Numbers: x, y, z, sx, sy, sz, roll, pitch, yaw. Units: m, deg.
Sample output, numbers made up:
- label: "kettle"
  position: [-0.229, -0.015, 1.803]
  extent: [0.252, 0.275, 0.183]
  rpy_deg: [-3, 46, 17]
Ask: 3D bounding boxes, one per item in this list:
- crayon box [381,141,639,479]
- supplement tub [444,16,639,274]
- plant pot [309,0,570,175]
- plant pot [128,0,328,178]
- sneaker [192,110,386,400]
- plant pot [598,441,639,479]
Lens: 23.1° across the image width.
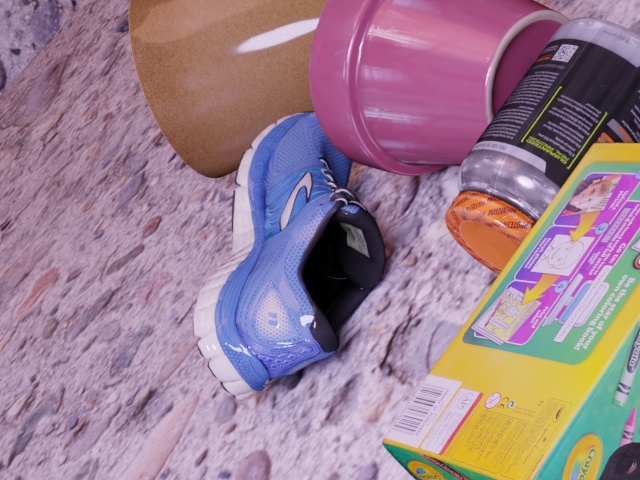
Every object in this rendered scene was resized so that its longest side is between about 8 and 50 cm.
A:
- label: "crayon box"
  position: [0.183, 0.061, 1.035]
  extent: [0.278, 0.081, 0.165]
  rpy_deg: [-53, 26, -16]
- label: "supplement tub"
  position: [0.183, -0.066, 1.190]
  extent: [0.190, 0.117, 0.117]
  rpy_deg: [-53, 26, -18]
- label: "plant pot"
  position: [0.121, -0.144, 1.342]
  extent: [0.180, 0.201, 0.201]
  rpy_deg: [19, 66, 47]
- label: "plant pot"
  position: [-0.035, -0.212, 1.669]
  extent: [0.254, 0.237, 0.237]
  rpy_deg: [-16, 35, 23]
- label: "sneaker"
  position: [0.000, 0.000, 1.401]
  extent: [0.147, 0.130, 0.330]
  rpy_deg: [-15, 39, 25]
- label: "plant pot"
  position: [0.201, 0.191, 0.706]
  extent: [0.187, 0.167, 0.188]
  rpy_deg: [-9, 44, 53]
